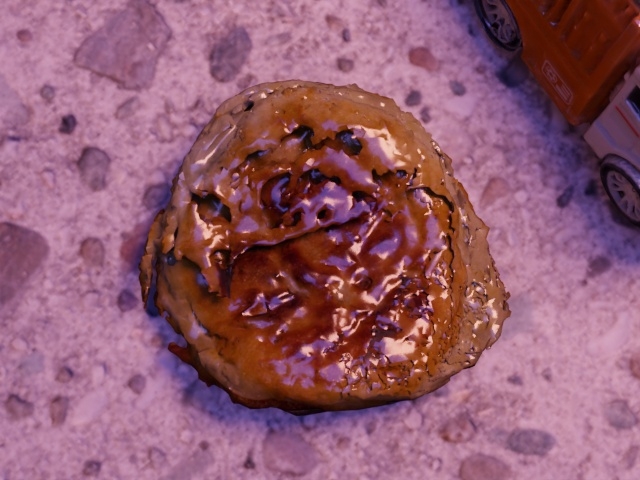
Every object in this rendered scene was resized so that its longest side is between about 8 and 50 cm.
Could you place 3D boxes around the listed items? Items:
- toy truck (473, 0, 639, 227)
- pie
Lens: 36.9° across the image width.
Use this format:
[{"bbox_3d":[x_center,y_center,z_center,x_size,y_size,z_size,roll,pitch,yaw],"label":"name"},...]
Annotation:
[{"bbox_3d":[0.239,-0.198,0.732,0.173,0.207,0.387,-33,79,-6],"label":"toy truck"},{"bbox_3d":[0.000,0.000,0.779,0.308,0.085,0.308,0,83,-1],"label":"pie"}]
